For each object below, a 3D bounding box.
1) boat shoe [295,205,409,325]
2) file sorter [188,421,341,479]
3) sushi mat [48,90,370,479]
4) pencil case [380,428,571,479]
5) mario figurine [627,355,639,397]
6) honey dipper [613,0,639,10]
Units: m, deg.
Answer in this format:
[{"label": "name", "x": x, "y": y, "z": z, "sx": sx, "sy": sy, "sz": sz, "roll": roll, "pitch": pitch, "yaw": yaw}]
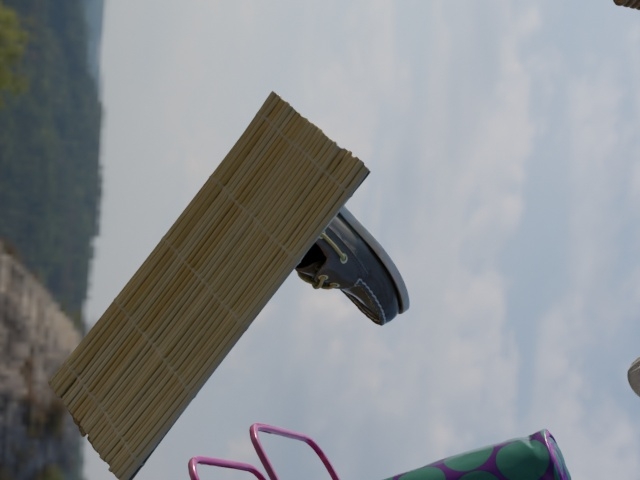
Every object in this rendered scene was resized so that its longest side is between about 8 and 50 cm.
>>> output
[{"label": "boat shoe", "x": -0.003, "y": -0.001, "z": 1.677, "sx": 0.091, "sy": 0.305, "sz": 0.109, "roll": -49, "pitch": -147, "yaw": -19}, {"label": "file sorter", "x": -0.105, "y": 0.317, "z": 1.336, "sx": 0.182, "sy": 0.290, "sz": 0.202, "roll": 59, "pitch": 11, "yaw": 21}, {"label": "sushi mat", "x": -0.096, "y": 0.034, "z": 1.166, "sx": 0.316, "sy": 0.019, "sz": 0.151, "roll": -52, "pitch": -134, "yaw": 2}, {"label": "pencil case", "x": 0.110, "y": 0.192, "z": 1.073, "sx": 0.064, "sy": 0.151, "sz": 0.070, "roll": 5, "pitch": 66, "yaw": -82}, {"label": "mario figurine", "x": 0.497, "y": 0.213, "z": 1.767, "sx": 0.170, "sy": 0.198, "sz": 0.321, "roll": 147, "pitch": -61, "yaw": -66}, {"label": "honey dipper", "x": 0.253, "y": -0.249, "z": 1.406, "sx": 0.030, "sy": 0.160, "sz": 0.031, "roll": -173, "pitch": -90, "yaw": -67}]
